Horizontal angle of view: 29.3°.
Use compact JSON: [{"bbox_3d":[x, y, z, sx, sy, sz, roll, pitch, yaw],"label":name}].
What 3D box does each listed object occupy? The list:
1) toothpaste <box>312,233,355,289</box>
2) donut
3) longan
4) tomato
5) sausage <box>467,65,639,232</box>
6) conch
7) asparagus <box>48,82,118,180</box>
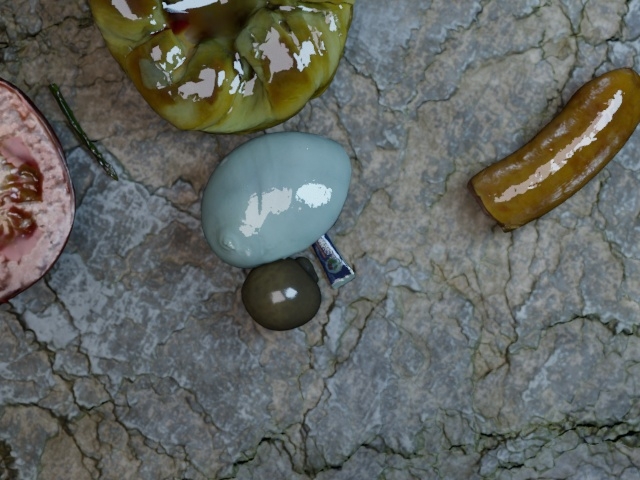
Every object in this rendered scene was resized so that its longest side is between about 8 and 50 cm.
[{"bbox_3d":[0.000,0.000,1.682,0.037,0.021,0.140,-29,94,11],"label":"toothpaste"},{"bbox_3d":[-0.126,-0.318,1.597,0.360,0.170,0.360,0,95,3],"label":"donut"},{"bbox_3d":[-0.048,0.068,1.657,0.106,0.106,0.119,45,56,0],"label":"longan"},{"bbox_3d":[-0.477,-0.061,1.656,0.338,0.144,0.338,0,91,1],"label":"tomato"},{"bbox_3d":[0.321,-0.121,1.607,0.270,0.109,0.109,-43,90,7],"label":"sausage"},{"bbox_3d":[-0.062,-0.059,1.620,0.221,0.121,0.185,-47,69,2],"label":"conch"},{"bbox_3d":[-0.331,-0.149,1.700,0.016,0.016,0.163,-34,90,-13],"label":"asparagus"}]
